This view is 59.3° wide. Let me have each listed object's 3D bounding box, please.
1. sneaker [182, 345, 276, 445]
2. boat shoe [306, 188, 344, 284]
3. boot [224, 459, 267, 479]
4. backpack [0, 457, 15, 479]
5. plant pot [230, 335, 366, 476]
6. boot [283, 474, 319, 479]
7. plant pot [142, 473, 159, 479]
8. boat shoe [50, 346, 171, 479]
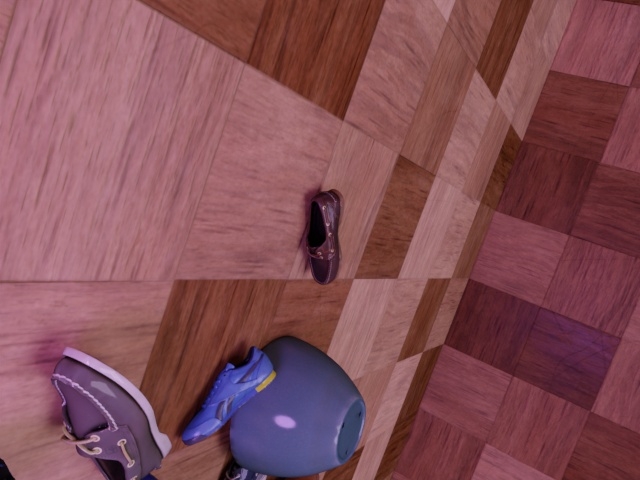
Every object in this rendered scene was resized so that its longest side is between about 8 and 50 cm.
[{"bbox_3d":[-0.179,0.278,1.028,0.209,0.069,0.082,-39,102,-24],"label":"sneaker"},{"bbox_3d":[0.000,0.000,1.123,0.073,0.073,0.207,-30,128,-48],"label":"boat shoe"},{"bbox_3d":[-0.191,0.524,1.192,0.190,0.069,0.086,-42,130,-45],"label":"boot"},{"bbox_3d":[-0.391,0.280,0.586,0.101,0.098,0.120,-47,164,29],"label":"backpack"},{"bbox_3d":[-0.022,0.364,1.169,0.290,0.195,0.290,-31,126,-54],"label":"plant pot"},{"bbox_3d":[-0.113,0.634,1.388,0.283,0.109,0.220,-42,141,-28],"label":"boot"},{"bbox_3d":[-0.285,0.542,0.839,0.212,0.236,0.236,-15,124,-52],"label":"plant pot"},{"bbox_3d":[-0.282,0.249,0.745,0.091,0.109,0.305,-55,155,-34],"label":"boat shoe"}]
